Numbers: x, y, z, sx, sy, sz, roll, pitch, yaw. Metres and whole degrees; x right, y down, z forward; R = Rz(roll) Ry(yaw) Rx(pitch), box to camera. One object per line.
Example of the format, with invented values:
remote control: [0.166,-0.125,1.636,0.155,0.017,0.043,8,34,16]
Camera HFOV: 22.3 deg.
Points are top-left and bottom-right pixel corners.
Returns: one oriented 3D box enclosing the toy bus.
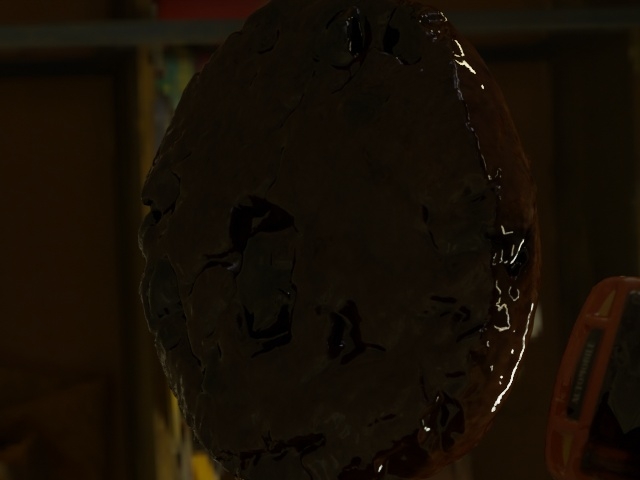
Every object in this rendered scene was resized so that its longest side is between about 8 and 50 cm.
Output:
toy bus: [0.202,0.109,0.865,0.329,0.153,0.143,63,44,-70]

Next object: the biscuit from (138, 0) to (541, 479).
biscuit: [0.000,0.000,0.581,0.192,0.049,0.192,-7,-100,42]

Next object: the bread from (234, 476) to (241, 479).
bread: [0.027,0.064,1.093,0.311,0.121,0.173,-44,137,-57]
